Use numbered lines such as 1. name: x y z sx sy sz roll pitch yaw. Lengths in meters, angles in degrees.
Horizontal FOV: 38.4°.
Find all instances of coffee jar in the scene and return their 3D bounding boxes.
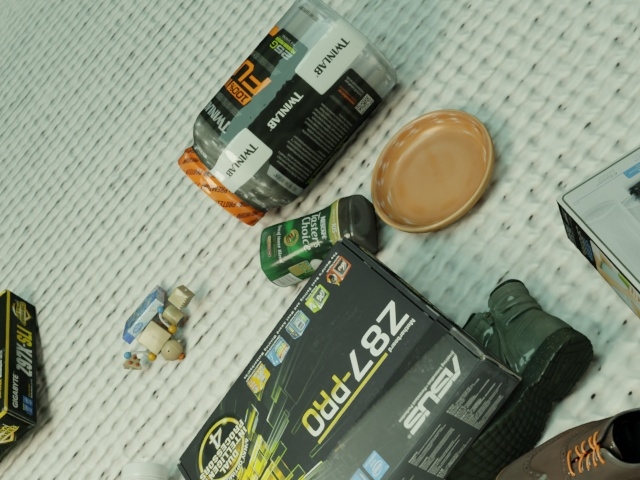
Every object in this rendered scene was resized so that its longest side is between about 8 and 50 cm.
1. coffee jar: 0.000 0.000 1.387 0.184 0.079 0.096 -21 54 28

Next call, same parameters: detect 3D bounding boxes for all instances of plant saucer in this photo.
1. plant saucer: 0.165 -0.097 1.341 0.200 0.037 0.200 -20 54 30

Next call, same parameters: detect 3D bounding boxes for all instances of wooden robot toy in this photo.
1. wooden robot toy: -0.250 0.163 1.519 0.079 0.076 0.173 36 90 9

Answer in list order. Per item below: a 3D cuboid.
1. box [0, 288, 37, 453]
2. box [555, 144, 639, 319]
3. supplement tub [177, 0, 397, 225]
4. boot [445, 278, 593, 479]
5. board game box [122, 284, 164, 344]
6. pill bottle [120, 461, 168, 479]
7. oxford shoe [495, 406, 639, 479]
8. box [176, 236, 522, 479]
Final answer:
1. box: -0.641 0.280 1.705 0.257 0.079 0.322 -37 39 13
2. box: 0.415 0.021 1.015 0.169 0.087 0.290 -31 48 2
3. supplement tub: -0.057 -0.200 1.458 0.338 0.207 0.207 -49 46 5
4. boot: 0.212 0.176 1.135 0.246 0.083 0.161 -52 33 3
5. board game box: -0.300 0.125 1.566 0.090 0.020 0.090 -49 15 4
6. pill bottle: -0.263 0.416 1.344 0.094 0.094 0.169 -21 55 28
7. oxford shoe: 0.301 0.230 1.000 0.271 0.098 0.097 -28 51 23
8. box: 0.015 0.231 1.152 0.395 0.097 0.318 -53 41 4
